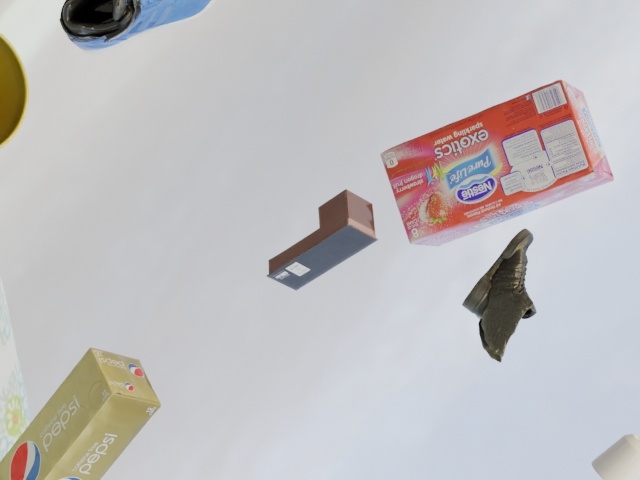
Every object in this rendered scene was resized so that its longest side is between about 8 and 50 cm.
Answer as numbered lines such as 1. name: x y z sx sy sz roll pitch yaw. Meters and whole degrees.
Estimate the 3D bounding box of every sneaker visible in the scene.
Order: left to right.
1. sneaker: -0.146 -0.206 1.214 0.152 0.058 0.084 -24 177 2
2. sneaker: 0.253 0.070 1.927 0.170 0.089 0.051 -49 170 -19

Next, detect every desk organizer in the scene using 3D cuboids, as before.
1. desk organizer: 0.000 0.000 1.611 0.130 0.047 0.050 -33 -134 34

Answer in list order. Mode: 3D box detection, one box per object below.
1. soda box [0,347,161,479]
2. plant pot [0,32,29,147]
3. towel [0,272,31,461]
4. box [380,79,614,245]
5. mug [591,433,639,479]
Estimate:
1. soda box: -0.221 0.182 1.287 0.181 0.058 0.061 -51 -133 19
2. plant pot: -0.365 -0.143 1.412 0.095 0.134 0.134 -2 -131 52
3. towel: -0.387 0.152 1.342 0.090 0.320 0.374 7 -149 15
4. box: 0.224 -0.093 1.850 0.257 0.128 0.123 -22 169 21
5. mug: 0.380 0.272 1.822 0.064 0.062 0.078 -51 -161 12
